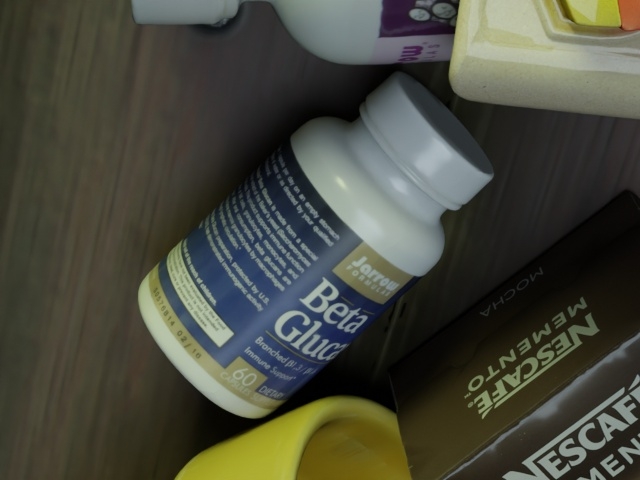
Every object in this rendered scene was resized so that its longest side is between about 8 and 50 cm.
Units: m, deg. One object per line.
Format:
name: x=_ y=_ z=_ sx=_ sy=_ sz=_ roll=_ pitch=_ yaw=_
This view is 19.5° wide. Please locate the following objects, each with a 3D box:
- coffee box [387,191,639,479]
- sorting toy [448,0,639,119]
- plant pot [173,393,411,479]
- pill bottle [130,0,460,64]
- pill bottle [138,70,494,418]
coffee box: x=0.194 y=0.142 z=0.984 sx=0.168 sy=0.119 sz=0.297 roll=-39 pitch=115 yaw=14
sorting toy: x=0.156 y=-0.139 z=0.688 sx=0.193 sy=0.038 sz=0.208 roll=5 pitch=110 yaw=-8
plant pot: x=-0.047 y=0.235 z=0.949 sx=0.239 sy=0.254 sz=0.254 roll=-23 pitch=119 yaw=23
pill bottle: x=0.067 y=-0.159 z=0.782 sx=0.301 sy=0.169 sz=0.169 roll=-3 pitch=118 yaw=-4
pill bottle: x=0.000 y=0.000 z=0.901 sx=0.094 sy=0.094 sz=0.169 roll=40 pitch=107 yaw=-23
